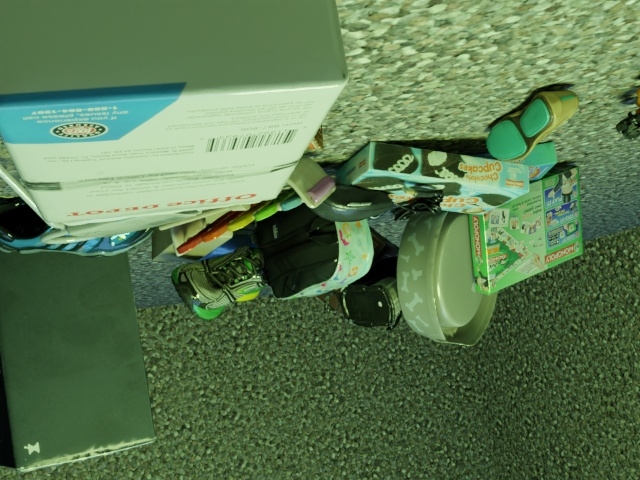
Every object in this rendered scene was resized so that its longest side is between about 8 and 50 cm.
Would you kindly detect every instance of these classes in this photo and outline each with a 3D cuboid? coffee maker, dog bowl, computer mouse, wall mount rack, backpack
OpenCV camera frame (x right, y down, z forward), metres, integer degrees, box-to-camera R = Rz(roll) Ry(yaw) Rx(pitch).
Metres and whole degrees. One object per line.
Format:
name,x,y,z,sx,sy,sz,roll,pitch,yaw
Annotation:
coffee maker,0.128,0.106,1.848,0.171,0.120,0.178,21,-151,25
dog bowl,0.282,0.061,1.827,0.102,0.348,0.349,5,180,34
computer mouse,0.098,-0.065,1.545,0.262,0.060,0.184,10,166,-28
wall mount rack,-0.315,-0.085,1.249,0.350,0.130,0.304,-13,174,23
backpack,0.000,0.000,1.746,0.191,0.225,0.253,-5,166,-36

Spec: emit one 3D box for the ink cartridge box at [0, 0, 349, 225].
ink cartridge box,-0.163,-0.148,0.844,0.286,0.166,0.395,-6,170,-14

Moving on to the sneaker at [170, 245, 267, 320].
sneaker,-0.196,0.069,1.822,0.146,0.134,0.343,-37,174,27

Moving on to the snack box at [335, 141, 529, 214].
snack box,0.208,-0.113,1.589,0.322,0.060,0.187,6,167,-17

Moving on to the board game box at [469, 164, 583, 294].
board game box,0.463,-0.029,1.859,0.317,0.213,0.046,-19,-160,-32

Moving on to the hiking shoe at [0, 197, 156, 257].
hiking shoe,-0.441,-0.027,1.485,0.304,0.113,0.132,-8,172,-9

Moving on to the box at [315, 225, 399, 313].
box,0.058,0.050,2.008,0.203,0.167,0.168,-54,161,6

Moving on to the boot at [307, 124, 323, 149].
boot,-0.049,-0.168,1.206,0.085,0.059,0.158,-9,163,21

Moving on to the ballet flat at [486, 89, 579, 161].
ballet flat,0.359,-0.191,1.404,0.073,0.080,0.232,-22,176,-16

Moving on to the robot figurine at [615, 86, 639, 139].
robot figurine,0.597,-0.233,1.340,0.211,0.085,0.291,-9,170,4

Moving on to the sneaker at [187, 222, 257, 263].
sneaker,-0.168,0.036,2.043,0.330,0.147,0.130,-5,170,-20

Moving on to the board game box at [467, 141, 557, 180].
board game box,0.371,-0.149,1.745,0.210,0.047,0.160,-10,171,1

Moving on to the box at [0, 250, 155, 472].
box,-0.604,0.251,1.889,0.298,0.479,0.472,-7,171,-26

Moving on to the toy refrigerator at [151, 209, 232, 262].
toy refrigerator,-0.274,-0.025,1.744,0.102,0.094,0.269,3,166,-24

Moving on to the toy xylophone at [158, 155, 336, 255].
toy xylophone,-0.145,-0.054,1.466,0.323,0.081,0.236,-16,-166,36
